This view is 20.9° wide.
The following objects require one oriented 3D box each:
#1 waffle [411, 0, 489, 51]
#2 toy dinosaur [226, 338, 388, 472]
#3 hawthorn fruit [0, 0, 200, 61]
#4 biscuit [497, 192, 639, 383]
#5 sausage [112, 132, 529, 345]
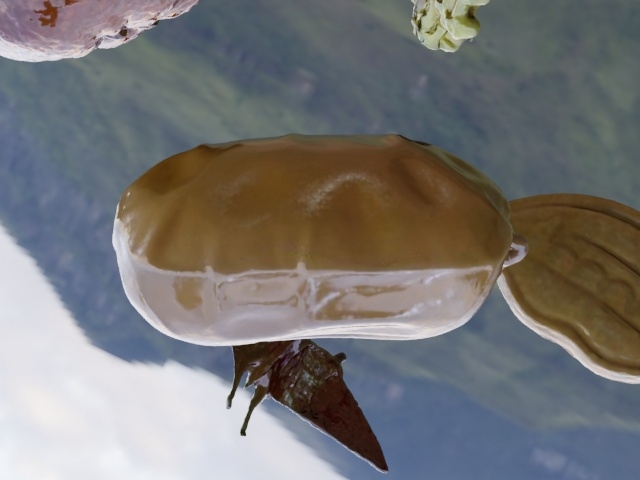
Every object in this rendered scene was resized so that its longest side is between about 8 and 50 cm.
[{"bbox_3d":[0.141,-0.321,1.708,0.060,0.312,0.307,11,152,-8],"label":"waffle"},{"bbox_3d":[-0.012,0.114,1.726,0.113,0.327,0.206,15,-147,34],"label":"toy dinosaur"},{"bbox_3d":[-0.196,-0.254,1.265,0.207,0.207,0.243,-91,-23,-80],"label":"hawthorn fruit"},{"bbox_3d":[0.227,0.034,1.373,0.221,0.142,0.029,37,152,13],"label":"biscuit"},{"bbox_3d":[0.000,0.000,1.016,0.241,0.120,0.136,-4,-144,-4],"label":"sausage"}]
